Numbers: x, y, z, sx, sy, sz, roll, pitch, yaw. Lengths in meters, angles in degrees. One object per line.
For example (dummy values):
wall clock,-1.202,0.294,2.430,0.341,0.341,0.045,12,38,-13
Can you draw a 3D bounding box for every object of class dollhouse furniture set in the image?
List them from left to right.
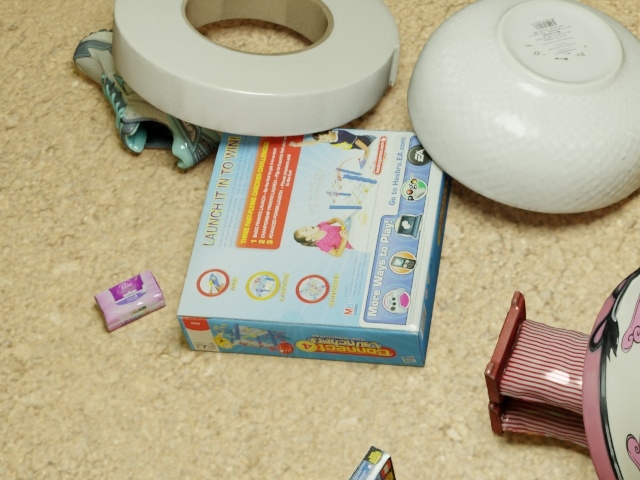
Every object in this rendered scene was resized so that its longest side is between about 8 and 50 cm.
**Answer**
dollhouse furniture set,0.258,0.266,1.633,0.201,0.152,0.374,12,59,18

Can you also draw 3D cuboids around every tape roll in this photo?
tape roll,-0.088,-0.278,2.036,0.392,0.072,0.392,5,38,-4

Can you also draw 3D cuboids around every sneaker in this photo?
sneaker,-0.253,-0.195,2.073,0.283,0.110,0.122,29,71,28

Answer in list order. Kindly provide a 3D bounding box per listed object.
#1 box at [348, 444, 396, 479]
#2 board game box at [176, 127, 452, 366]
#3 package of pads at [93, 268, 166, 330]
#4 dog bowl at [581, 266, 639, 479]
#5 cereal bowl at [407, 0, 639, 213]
box,0.050,0.298,1.658,0.027,0.137,0.094,26,63,24
board game box,0.000,0.000,1.904,0.302,0.086,0.308,3,56,13
package of pads,-0.246,0.077,1.928,0.083,0.032,0.050,-26,57,-8
dog bowl,0.438,0.174,1.549,0.150,0.408,0.408,-18,39,52
cereal bowl,0.288,-0.202,1.907,0.339,0.141,0.339,5,51,-6
